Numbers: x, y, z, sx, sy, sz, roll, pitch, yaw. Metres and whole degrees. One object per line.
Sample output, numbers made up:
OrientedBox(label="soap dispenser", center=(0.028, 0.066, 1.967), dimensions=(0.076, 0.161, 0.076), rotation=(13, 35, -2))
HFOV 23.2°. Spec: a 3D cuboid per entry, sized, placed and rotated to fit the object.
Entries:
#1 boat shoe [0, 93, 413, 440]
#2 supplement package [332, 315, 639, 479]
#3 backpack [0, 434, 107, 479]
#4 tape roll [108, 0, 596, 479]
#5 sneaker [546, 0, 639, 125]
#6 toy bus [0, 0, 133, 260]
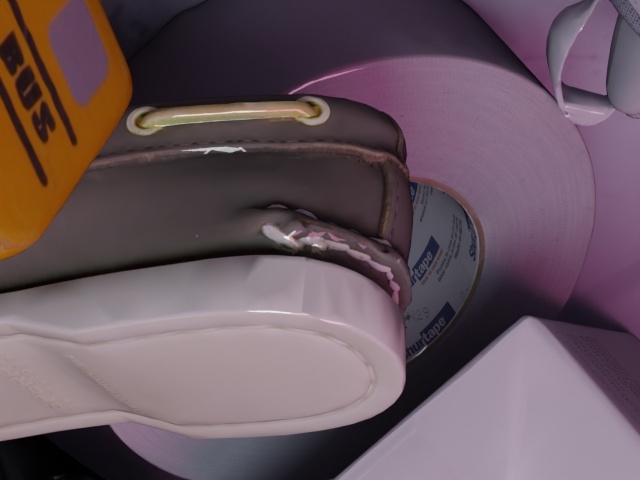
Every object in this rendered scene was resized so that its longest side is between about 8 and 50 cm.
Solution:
OrientedBox(label="boat shoe", center=(-0.116, 0.010, 0.515), dimensions=(0.305, 0.091, 0.109), rotation=(-3, 149, 19))
OrientedBox(label="supplement package", center=(0.110, 0.156, 0.679), dimensions=(0.175, 0.177, 0.293), rotation=(-43, 164, 11))
OrientedBox(label="backpack", center=(-0.083, 0.273, 0.708), dimensions=(0.273, 0.290, 0.355), rotation=(-39, 143, 15))
OrientedBox(label="tape roll", center=(0.000, 0.000, 0.639), dimensions=(0.219, 0.072, 0.219), rotation=(-15, 132, -16))
OrientedBox(label="sneaker", center=(0.260, -0.109, 0.557), dimensions=(0.365, 0.137, 0.210), rotation=(10, 115, -2))
OrientedBox(label="toy bus", center=(-0.160, -0.140, 0.341), dimensions=(0.108, 0.130, 0.333), rotation=(-7, 122, 23))
